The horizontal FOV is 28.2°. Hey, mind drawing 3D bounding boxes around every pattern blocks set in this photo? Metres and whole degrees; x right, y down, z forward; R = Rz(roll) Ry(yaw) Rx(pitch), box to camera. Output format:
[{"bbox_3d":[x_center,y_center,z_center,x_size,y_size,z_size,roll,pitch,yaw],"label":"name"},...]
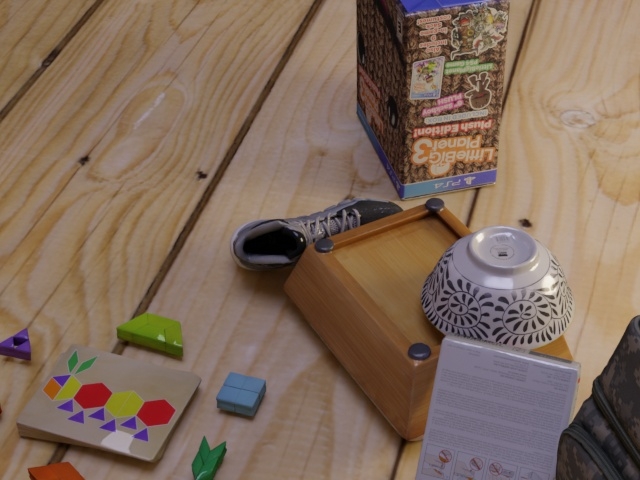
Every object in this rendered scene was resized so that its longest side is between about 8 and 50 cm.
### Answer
[{"bbox_3d":[-0.240,0.183,1.434,0.325,0.026,0.285,18,42,22],"label":"pattern blocks set"}]

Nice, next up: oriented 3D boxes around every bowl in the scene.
[{"bbox_3d":[0.196,0.036,1.383,0.170,0.080,0.170,0,39,0],"label":"bowl"}]

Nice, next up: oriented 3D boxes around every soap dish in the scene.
[{"bbox_3d":[0.122,0.081,1.486,0.229,0.118,0.291,-19,42,-22],"label":"soap dish"}]

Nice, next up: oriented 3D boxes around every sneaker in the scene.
[{"bbox_3d":[0.000,0.000,1.576,0.228,0.086,0.132,-12,1,-1],"label":"sneaker"}]

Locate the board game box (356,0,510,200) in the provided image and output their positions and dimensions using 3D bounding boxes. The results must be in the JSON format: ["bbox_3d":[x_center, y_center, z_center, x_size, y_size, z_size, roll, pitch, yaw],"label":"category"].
[{"bbox_3d":[0.146,-0.246,1.756,0.141,0.291,0.232,-10,39,-11],"label":"board game box"}]

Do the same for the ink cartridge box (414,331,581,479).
[{"bbox_3d":[0.183,0.198,1.323,0.145,0.179,0.045,13,10,14],"label":"ink cartridge box"}]

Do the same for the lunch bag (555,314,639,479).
[{"bbox_3d":[0.358,0.253,1.168,0.212,0.256,0.305,7,33,-26],"label":"lunch bag"}]
